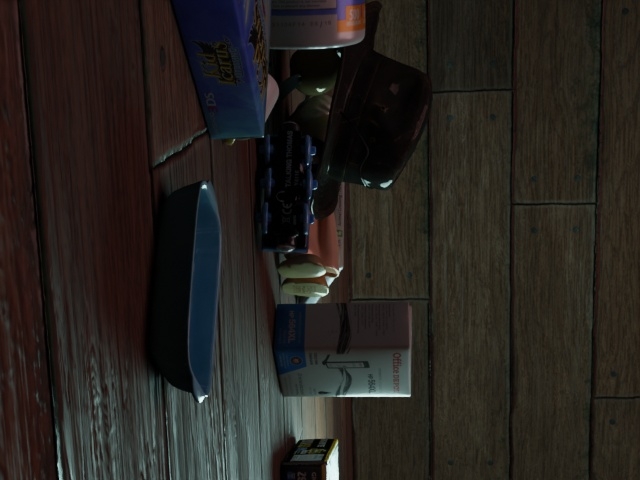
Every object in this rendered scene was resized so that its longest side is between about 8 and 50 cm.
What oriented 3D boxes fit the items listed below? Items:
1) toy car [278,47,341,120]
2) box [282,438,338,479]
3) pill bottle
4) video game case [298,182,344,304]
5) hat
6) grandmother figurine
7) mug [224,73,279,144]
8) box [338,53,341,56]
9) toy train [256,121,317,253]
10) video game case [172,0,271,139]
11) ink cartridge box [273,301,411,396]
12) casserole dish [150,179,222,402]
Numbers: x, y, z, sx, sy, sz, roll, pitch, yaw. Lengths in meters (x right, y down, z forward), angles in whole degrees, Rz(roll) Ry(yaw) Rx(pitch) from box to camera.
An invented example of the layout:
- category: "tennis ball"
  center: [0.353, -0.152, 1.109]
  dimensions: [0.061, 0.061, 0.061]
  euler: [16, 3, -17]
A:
- category: "toy car"
  center: [-0.020, -0.284, 1.734]
  dimensions: [0.188, 0.149, 0.155]
  euler: [-62, 159, -11]
- category: "box"
  center: [-0.013, 0.501, 1.805]
  dimensions: [0.257, 0.079, 0.322]
  euler: [43, 46, -86]
- category: "pill bottle"
  center: [-0.023, -0.371, 1.316]
  dimensions: [0.152, 0.152, 0.272]
  euler: [-76, 165, -73]
- category: "video game case"
  center: [0.000, 0.000, 1.919]
  dimensions: [0.212, 0.023, 0.193]
  euler: [125, -30, -60]
- category: "hat"
  center: [0.089, -0.177, 1.623]
  dimensions: [0.331, 0.133, 0.331]
  euler: [15, 90, -79]
- category: "grandmother figurine"
  center: [-0.011, -0.083, 1.781]
  dimensions: [0.208, 0.104, 0.343]
  euler: [100, -4, -62]
- category: "mug"
  center: [-0.079, -0.136, 1.176]
  dimensions: [0.078, 0.062, 0.064]
  euler: [74, 23, -50]
- category: "box"
  center: [0.019, -0.469, 2.226]
  dimensions: [0.130, 0.091, 0.171]
  euler: [79, 11, -64]
- category: "toy train"
  center: [-0.044, -0.065, 1.490]
  dimensions: [0.105, 0.080, 0.184]
  euler: [94, -3, -72]
- category: "video game case"
  center: [-0.089, -0.272, 1.057]
  dimensions: [0.269, 0.061, 0.244]
  euler: [82, 10, -61]
- category: "ink cartridge box"
  center: [0.038, 0.167, 1.676]
  dimensions: [0.148, 0.203, 0.086]
  euler: [83, 8, -52]
- category: "casserole dish"
  center: [-0.110, 0.039, 0.904]
  dimensions: [0.114, 0.037, 0.188]
  euler: [80, 11, -65]
